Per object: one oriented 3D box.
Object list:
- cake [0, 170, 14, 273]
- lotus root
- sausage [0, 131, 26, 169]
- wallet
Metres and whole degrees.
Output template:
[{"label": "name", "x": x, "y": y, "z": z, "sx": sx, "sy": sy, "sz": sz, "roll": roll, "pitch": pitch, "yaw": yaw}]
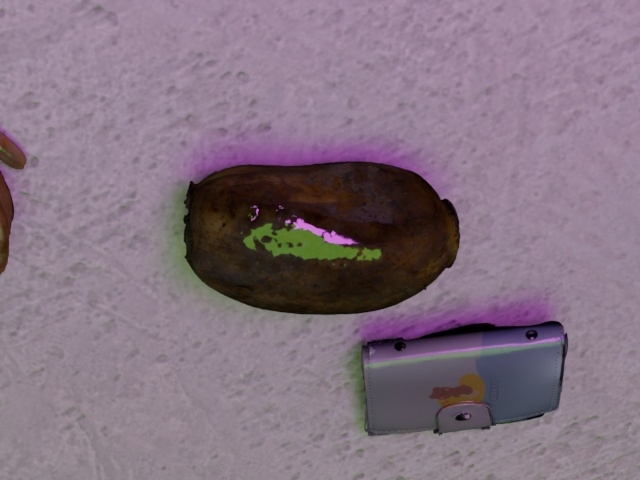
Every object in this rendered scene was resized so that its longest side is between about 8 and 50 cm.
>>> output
[{"label": "cake", "x": -0.393, "y": 0.002, "z": 1.439, "sx": 0.185, "sy": 0.178, "sz": 0.208, "roll": -20, "pitch": 125, "yaw": 5}, {"label": "lotus root", "x": 0.000, "y": 0.000, "z": 1.495, "sx": 0.274, "sy": 0.160, "sz": 0.152, "roll": 0, "pitch": 111, "yaw": -7}, {"label": "sausage", "x": -0.341, "y": -0.113, "z": 1.460, "sx": 0.132, "sy": 0.024, "sz": 0.024, "roll": 38, "pitch": 111, "yaw": -26}, {"label": "wallet", "x": 0.158, "y": 0.152, "z": 1.661, "sx": 0.231, "sy": 0.069, "sz": 0.170, "roll": -6, "pitch": 140, "yaw": 1}]
